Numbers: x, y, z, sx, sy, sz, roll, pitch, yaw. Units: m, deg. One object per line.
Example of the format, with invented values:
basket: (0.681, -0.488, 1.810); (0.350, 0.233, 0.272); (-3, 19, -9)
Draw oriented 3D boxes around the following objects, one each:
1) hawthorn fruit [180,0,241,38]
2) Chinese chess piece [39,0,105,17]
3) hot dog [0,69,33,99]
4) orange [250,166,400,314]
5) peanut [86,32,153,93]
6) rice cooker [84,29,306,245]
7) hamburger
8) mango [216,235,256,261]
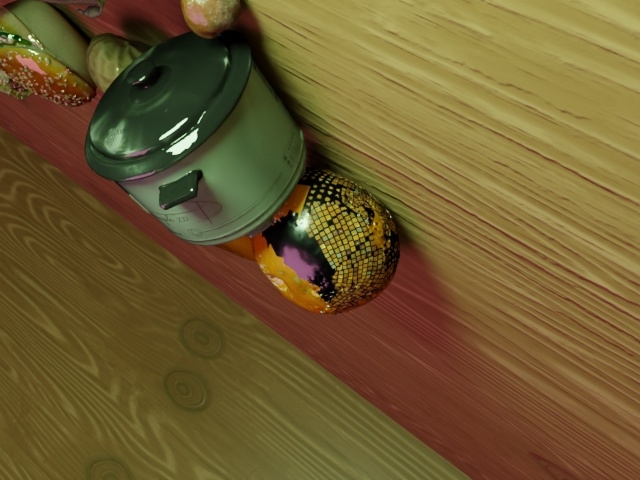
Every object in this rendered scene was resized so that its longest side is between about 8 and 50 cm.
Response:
hawthorn fruit: (-0.130, -0.274, 0.757); (0.066, 0.066, 0.103); (12, 136, 60)
Chinese chess piece: (-0.372, -0.333, 0.692); (0.349, 0.146, 0.349); (10, -170, -2)
hot dog: (-0.833, -0.459, 1.816); (0.213, 0.103, 0.146); (44, -172, 20)
orange: (0.000, 0.000, 0.993); (0.234, 0.182, 0.234); (44, 169, 11)
peanut: (-0.264, -0.230, 1.089); (0.233, 0.110, 0.196); (48, 174, -29)
rice cooker: (-0.158, -0.134, 0.873); (0.227, 0.241, 0.281); (51, -154, -45)
hamburger: (-0.513, -0.342, 1.292); (0.237, 0.147, 0.237); (37, 167, 10)
mango: (-0.145, -0.053, 1.209); (0.191, 0.160, 0.290); (-2, 150, 39)
